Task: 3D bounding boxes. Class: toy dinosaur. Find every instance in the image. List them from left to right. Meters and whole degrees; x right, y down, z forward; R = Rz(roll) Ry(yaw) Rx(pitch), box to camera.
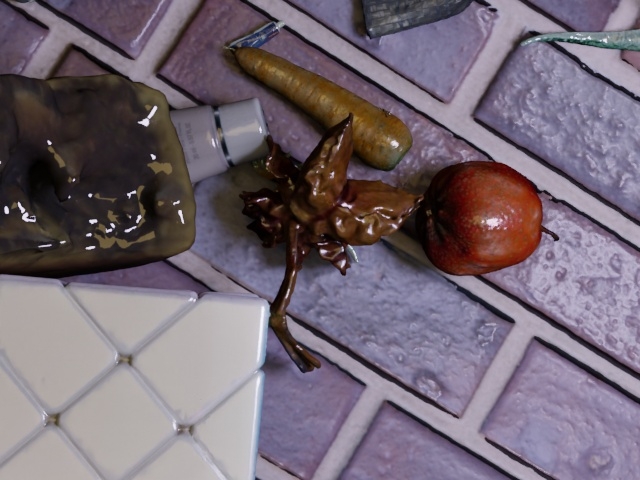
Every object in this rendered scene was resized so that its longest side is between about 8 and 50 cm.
[{"bbox_3d":[-0.026,-0.045,1.768,0.106,0.044,0.187,-17,100,4],"label":"toy dinosaur"},{"bbox_3d":[0.471,-0.320,1.807,0.383,0.076,0.129,5,105,3],"label":"toy dinosaur"}]

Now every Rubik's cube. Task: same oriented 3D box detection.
[{"bbox_3d":[-0.233,0.214,1.590,0.318,0.316,0.322,4,84,-4],"label":"Rubik's cube"}]

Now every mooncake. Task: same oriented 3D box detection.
[{"bbox_3d":[-0.359,-0.074,1.535,0.393,0.394,0.246,-14,82,-2],"label":"mooncake"}]

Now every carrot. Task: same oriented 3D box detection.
[{"bbox_3d":[-0.010,-0.194,1.766,0.298,0.078,0.078,32,84,2],"label":"carrot"}]

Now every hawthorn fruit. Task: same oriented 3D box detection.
[{"bbox_3d":[0.228,-0.025,1.731,0.194,0.157,0.157,9,85,-14],"label":"hawthorn fruit"}]

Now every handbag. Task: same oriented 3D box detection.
[{"bbox_3d":[0.124,-0.415,1.792,0.175,0.088,0.270,-6,86,4],"label":"handbag"}]

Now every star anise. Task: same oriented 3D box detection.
[{"bbox_3d":[0.000,0.001,1.688,0.237,0.148,0.346,11,100,3],"label":"star anise"}]

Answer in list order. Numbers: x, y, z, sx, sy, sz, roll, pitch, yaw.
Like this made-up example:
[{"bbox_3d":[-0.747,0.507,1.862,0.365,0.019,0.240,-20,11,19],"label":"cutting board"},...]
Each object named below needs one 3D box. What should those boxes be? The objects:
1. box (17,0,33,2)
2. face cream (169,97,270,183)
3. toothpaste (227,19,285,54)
[{"bbox_3d":[-0.334,-0.402,1.719,0.210,0.148,0.129,-20,95,-4],"label":"box"},{"bbox_3d":[-0.221,-0.113,1.737,0.314,0.089,0.143,-14,88,3],"label":"face cream"},{"bbox_3d":[-0.085,-0.276,1.790,0.083,0.019,0.027,-32,106,-2],"label":"toothpaste"}]
